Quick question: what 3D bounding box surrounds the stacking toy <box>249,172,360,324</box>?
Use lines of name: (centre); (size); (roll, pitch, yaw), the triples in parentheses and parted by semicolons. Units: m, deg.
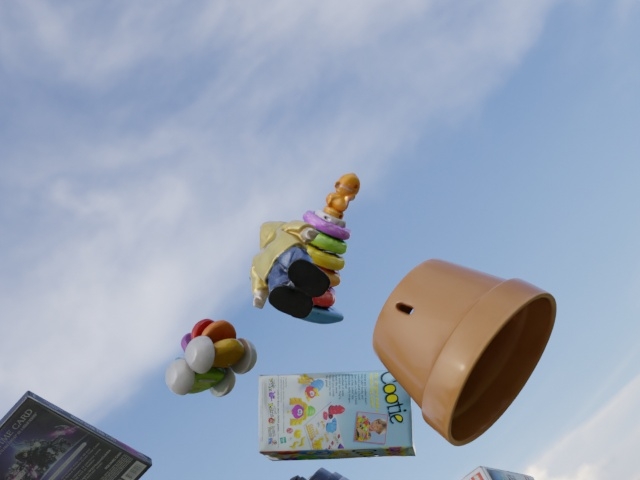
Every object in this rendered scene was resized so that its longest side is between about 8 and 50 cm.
stacking toy: (0.000, 0.000, 2.114); (0.175, 0.165, 0.302); (17, -79, -42)

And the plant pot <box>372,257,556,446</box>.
plant pot: (0.224, 0.161, 1.744); (0.291, 0.203, 0.291); (-37, -34, -30)

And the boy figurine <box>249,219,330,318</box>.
boy figurine: (-0.065, 0.042, 1.874); (0.092, 0.285, 0.177); (33, -81, -18)

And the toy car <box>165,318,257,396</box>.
toy car: (-0.234, 0.235, 2.166); (0.159, 0.136, 0.182); (9, -48, -44)

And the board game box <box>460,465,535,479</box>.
board game box: (0.335, 0.484, 1.564); (0.053, 0.305, 0.193); (-40, -34, 19)

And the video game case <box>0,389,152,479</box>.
video game case: (-0.468, 0.400, 1.879); (0.274, 0.026, 0.196); (38, -77, -28)

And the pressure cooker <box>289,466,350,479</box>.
pressure cooker: (0.021, 0.730, 2.415); (0.375, 0.420, 0.370); (-50, -15, -38)

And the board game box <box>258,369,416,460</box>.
board game box: (0.033, 0.324, 1.939); (0.275, 0.144, 0.142); (-3, -19, 7)
